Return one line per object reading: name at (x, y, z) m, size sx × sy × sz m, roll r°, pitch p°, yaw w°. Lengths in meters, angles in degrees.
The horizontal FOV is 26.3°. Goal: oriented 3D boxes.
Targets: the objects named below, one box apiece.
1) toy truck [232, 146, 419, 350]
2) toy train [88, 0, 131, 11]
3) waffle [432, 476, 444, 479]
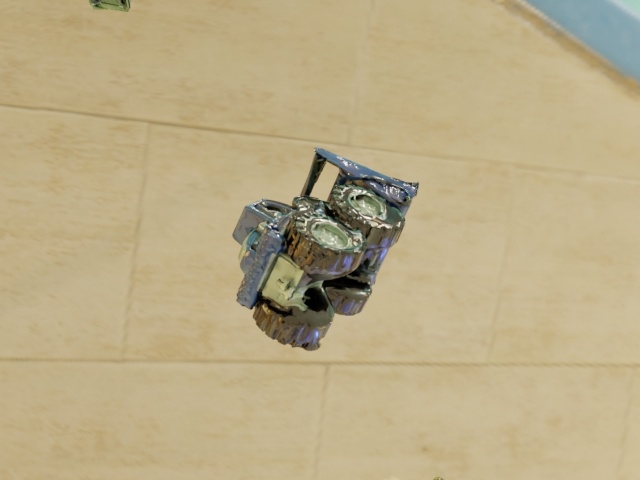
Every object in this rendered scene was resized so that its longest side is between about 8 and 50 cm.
toy truck at (0.000, 0.000, 1.256) m, size 0.208 × 0.126 × 0.113 m, roll -31°, pitch 151°, yaw -56°
toy train at (-0.177, -0.238, 1.146) m, size 0.093 × 0.038 × 0.056 m, roll 82°, pitch 17°, yaw -51°
waffle at (0.123, 0.363, 1.528) m, size 0.191 × 0.038 × 0.191 m, roll 0°, pitch 90°, yaw -54°
